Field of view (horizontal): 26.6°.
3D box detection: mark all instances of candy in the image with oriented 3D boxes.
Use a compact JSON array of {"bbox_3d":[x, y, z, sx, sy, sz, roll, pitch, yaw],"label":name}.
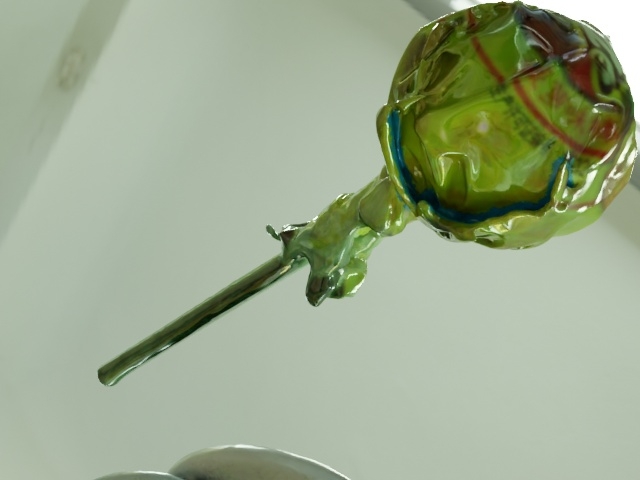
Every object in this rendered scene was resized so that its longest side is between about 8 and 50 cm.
[{"bbox_3d":[0.000,0.002,0.488,0.262,0.073,0.077,-32,-101,37],"label":"candy"}]

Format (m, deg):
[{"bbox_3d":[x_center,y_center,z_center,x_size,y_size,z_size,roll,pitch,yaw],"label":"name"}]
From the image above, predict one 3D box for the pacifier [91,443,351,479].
[{"bbox_3d":[-0.050,0.228,0.599,0.287,0.226,0.238,29,-60,19],"label":"pacifier"}]
